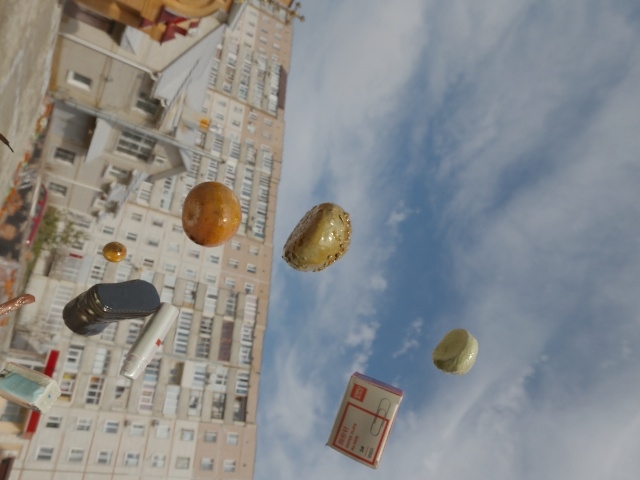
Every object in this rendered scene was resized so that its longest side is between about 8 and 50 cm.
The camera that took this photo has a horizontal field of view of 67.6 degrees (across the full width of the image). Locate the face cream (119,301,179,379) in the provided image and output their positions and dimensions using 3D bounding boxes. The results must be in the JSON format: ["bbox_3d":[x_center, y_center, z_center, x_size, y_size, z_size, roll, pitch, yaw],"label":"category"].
[{"bbox_3d":[-0.725,0.426,2.022,0.102,0.102,0.345,-35,-155,50],"label":"face cream"}]

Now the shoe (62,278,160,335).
[{"bbox_3d":[-0.840,0.274,1.933,0.237,0.384,0.171,-30,-100,14],"label":"shoe"}]

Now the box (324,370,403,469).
[{"bbox_3d":[0.105,0.418,1.122,0.099,0.133,0.182,37,75,-75],"label":"box"}]

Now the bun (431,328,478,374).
[{"bbox_3d":[0.307,0.252,1.063,0.115,0.069,0.115,-45,-168,12],"label":"bun"}]

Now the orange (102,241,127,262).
[{"bbox_3d":[-0.730,0.042,1.696,0.070,0.083,0.083,-62,-152,8],"label":"orange"}]

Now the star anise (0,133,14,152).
[{"bbox_3d":[-0.933,-0.323,1.348,0.158,0.144,0.140,-92,-176,-72],"label":"star anise"}]

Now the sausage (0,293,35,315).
[{"bbox_3d":[-0.944,0.203,1.445,0.036,0.158,0.042,48,-48,9],"label":"sausage"}]

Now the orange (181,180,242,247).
[{"bbox_3d":[-0.365,-0.085,1.611,0.224,0.170,0.223,-5,-98,40],"label":"orange"}]

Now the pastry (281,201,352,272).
[{"bbox_3d":[0.000,0.000,1.740,0.284,0.184,0.316,-56,-168,-18],"label":"pastry"}]

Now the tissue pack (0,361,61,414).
[{"bbox_3d":[-0.542,0.273,0.883,0.074,0.095,0.058,105,6,-50],"label":"tissue pack"}]
